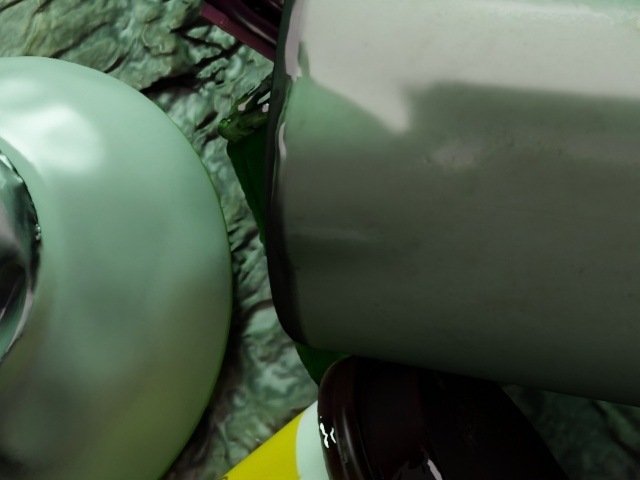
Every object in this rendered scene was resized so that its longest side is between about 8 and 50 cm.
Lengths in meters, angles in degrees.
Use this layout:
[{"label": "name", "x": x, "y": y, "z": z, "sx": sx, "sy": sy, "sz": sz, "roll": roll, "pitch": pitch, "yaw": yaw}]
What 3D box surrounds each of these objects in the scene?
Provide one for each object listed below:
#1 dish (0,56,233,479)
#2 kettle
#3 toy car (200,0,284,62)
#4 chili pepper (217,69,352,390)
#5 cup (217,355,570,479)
[{"label": "dish", "x": -0.224, "y": 0.028, "z": 0.939, "sx": 0.324, "sy": 0.124, "sz": 0.324, "roll": -5, "pitch": 75, "yaw": 20}, {"label": "kettle", "x": 0.191, "y": -0.062, "z": 0.698, "sx": 0.376, "sy": 0.250, "sz": 0.361, "roll": 7, "pitch": 26, "yaw": 11}, {"label": "toy car", "x": 0.032, "y": -0.266, "z": 0.933, "sx": 0.341, "sy": 0.271, "sz": 0.240, "roll": -56, "pitch": 29, "yaw": 2}, {"label": "chili pepper", "x": -0.003, "y": 0.000, "z": 0.860, "sx": 0.108, "sy": 0.062, "sz": 0.216, "roll": 16, "pitch": 116, "yaw": 64}, {"label": "cup", "x": -0.007, "y": 0.183, "z": 0.756, "sx": 0.279, "sy": 0.196, "sz": 0.196, "roll": -34, "pitch": 54, "yaw": 20}]
